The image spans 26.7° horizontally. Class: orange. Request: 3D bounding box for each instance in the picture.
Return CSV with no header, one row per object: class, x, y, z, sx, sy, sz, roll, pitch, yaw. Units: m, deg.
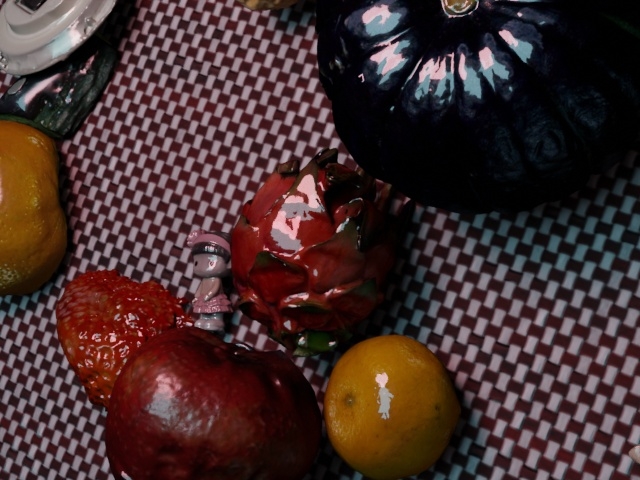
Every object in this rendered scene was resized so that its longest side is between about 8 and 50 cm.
orange,0.078,0.177,1.426,0.155,0.134,0.154,-20,65,52
orange,-0.428,-0.052,1.781,0.179,0.158,0.237,-6,73,14

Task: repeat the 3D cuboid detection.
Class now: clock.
clock,-0.366,-0.329,1.830,0.236,0.053,0.236,-23,44,23

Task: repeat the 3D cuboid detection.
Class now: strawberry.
strawberry,-0.260,0.122,1.661,0.236,0.107,0.175,12,84,35

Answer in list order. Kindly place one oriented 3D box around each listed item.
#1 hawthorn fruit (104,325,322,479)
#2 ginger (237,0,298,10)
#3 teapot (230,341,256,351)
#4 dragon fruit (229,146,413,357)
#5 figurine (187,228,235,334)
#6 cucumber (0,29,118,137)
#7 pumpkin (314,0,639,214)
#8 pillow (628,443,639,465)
hawthorn fruit,-0.127,0.222,1.438,0.266,0.230,0.210,-64,29,28
ginger,0.020,-0.416,1.592,0.354,0.190,0.126,-41,48,2
teapot,-0.115,0.204,1.564,0.096,0.087,0.177,26,93,23
dragon fruit,0.000,0.000,1.479,0.193,0.192,0.274,0,66,41
figurine,-0.132,0.050,1.635,0.072,0.054,0.129,-5,82,47
cucumber,-0.366,-0.213,1.834,0.193,0.086,0.115,-47,51,5
pumpkin,0.168,-0.201,1.361,0.363,0.266,0.363,-4,76,15
pillow,0.433,0.155,1.237,0.173,0.067,0.270,43,102,27
